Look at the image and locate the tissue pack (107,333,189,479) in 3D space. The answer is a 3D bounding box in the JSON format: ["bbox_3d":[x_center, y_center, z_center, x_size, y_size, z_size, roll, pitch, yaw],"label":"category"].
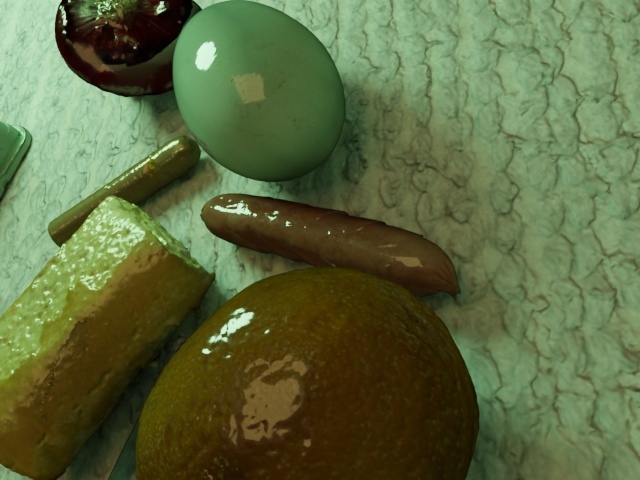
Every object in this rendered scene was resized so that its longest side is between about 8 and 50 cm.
[{"bbox_3d":[-0.161,0.255,1.008,0.173,0.073,0.235,15,73,35],"label":"tissue pack"}]

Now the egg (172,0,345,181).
[{"bbox_3d":[-0.099,-0.227,1.146,0.230,0.230,0.371,-42,43,5],"label":"egg"}]

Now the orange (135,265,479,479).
[{"bbox_3d":[-0.020,0.199,0.808,0.357,0.322,0.322,-41,50,18],"label":"orange"}]

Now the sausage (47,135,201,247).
[{"bbox_3d":[-0.327,-0.082,1.307,0.301,0.066,0.066,-29,52,12],"label":"sausage"}]

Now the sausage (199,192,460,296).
[{"bbox_3d":[0.000,-0.002,1.050,0.433,0.088,0.088,16,73,35],"label":"sausage"}]

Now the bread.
[{"bbox_3d":[-0.333,0.135,1.122,0.236,0.165,0.375,34,83,41],"label":"bread"}]

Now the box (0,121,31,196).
[{"bbox_3d":[-0.736,-0.132,1.510,0.175,0.182,0.312,9,70,35],"label":"box"}]

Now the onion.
[{"bbox_3d":[-0.335,-0.349,1.411,0.272,0.195,0.272,4,57,-7],"label":"onion"}]
